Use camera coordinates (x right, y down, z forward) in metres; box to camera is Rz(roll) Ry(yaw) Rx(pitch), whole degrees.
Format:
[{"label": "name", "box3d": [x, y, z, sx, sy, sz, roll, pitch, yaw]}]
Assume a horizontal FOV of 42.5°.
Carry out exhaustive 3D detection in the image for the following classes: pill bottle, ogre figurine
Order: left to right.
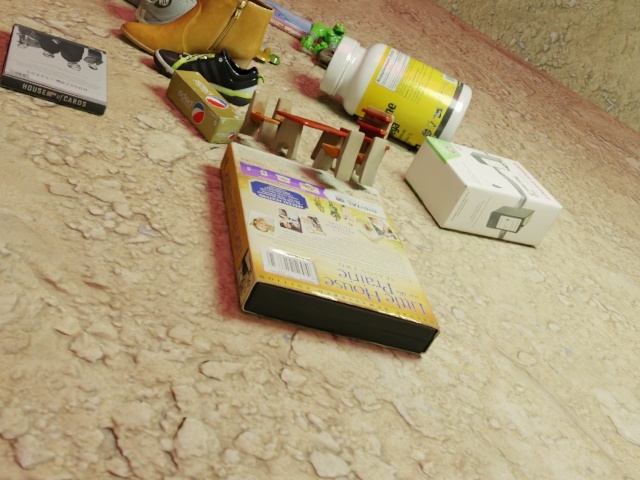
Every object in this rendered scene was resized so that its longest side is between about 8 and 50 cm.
[{"label": "ogre figurine", "box3d": [0.035, -0.544, 2.292, 0.197, 0.096, 0.118, 4, 50, -10]}, {"label": "pill bottle", "box3d": [0.175, -0.353, 1.976, 0.334, 0.187, 0.188, 26, 27, -2]}]

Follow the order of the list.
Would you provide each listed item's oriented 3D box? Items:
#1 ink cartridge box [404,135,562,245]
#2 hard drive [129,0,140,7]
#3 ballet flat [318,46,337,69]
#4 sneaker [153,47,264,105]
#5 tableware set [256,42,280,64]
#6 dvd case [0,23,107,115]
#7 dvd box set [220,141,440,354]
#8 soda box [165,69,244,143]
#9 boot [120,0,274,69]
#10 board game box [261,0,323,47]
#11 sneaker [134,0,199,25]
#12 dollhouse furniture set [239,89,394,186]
[{"label": "ink cartridge box", "box3d": [0.350, -0.104, 1.779, 0.273, 0.114, 0.198, 10, 32, -30]}, {"label": "hard drive", "box3d": [-0.357, -0.579, 2.039, 0.255, 0.054, 0.172, 28, 27, 1]}, {"label": "ballet flat", "box3d": [0.114, -0.466, 2.225, 0.250, 0.084, 0.058, 15, 14, -12]}, {"label": "sneaker", "box3d": [-0.232, -0.371, 1.743, 0.235, 0.097, 0.084, 21, 28, -13]}, {"label": "tableware set", "box3d": [-0.173, -0.469, 2.050, 0.154, 0.024, 0.104, -6, 45, -49]}, {"label": "dvd case", "box3d": [-0.480, -0.315, 1.502, 0.179, 0.029, 0.238, 15, 30, -23]}, {"label": "dvd box set", "box3d": [0.000, 0.000, 1.349, 0.308, 0.062, 0.420, 16, 29, -22]}, {"label": "soda box", "box3d": [-0.227, -0.261, 1.600, 0.061, 0.058, 0.181, -4, 40, -45]}, {"label": "boot", "box3d": [-0.264, -0.483, 1.784, 0.295, 0.211, 0.104, 21, 27, -11]}, {"label": "board game box", "box3d": [-0.113, -0.650, 2.406, 0.281, 0.027, 0.145, 30, 27, 4]}, {"label": "sneaker", "box3d": [-0.311, -0.563, 1.891, 0.229, 0.132, 0.086, -26, 73, -27]}, {"label": "dollhouse furniture set", "box3d": [0.022, -0.211, 1.586, 0.262, 0.135, 0.259, 28, 13, 36]}]
